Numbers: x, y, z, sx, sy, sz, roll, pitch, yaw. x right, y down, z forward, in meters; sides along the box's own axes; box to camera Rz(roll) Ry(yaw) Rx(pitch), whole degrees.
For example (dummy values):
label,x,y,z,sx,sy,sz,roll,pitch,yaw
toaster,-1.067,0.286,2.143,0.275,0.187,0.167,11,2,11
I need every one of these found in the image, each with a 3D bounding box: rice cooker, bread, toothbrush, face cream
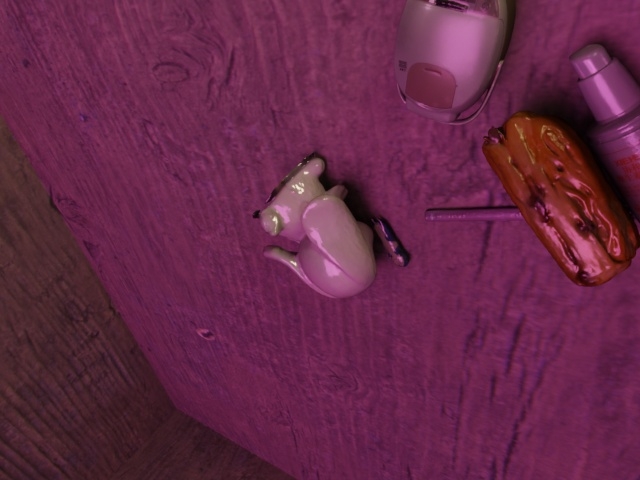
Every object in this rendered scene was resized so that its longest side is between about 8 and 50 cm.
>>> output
label,x,y,z,sx,sy,sz,roll,pitch,yaw
rice cooker,0.178,-0.261,0.644,0.145,0.127,0.206,27,142,22
bread,0.319,-0.067,0.625,0.099,0.210,0.235,-39,78,32
toothbrush,0.328,-0.042,0.789,0.354,0.029,0.024,1,111,41
face cream,0.389,-0.131,0.594,0.251,0.101,0.101,51,141,-10

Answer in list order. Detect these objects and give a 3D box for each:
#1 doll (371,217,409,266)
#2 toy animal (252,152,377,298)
label,x,y,z,sx,sy,sz,roll,pitch,yaw
doll,0.143,0.005,0.997,0.125,0.027,0.037,55,148,-14
toy animal,-0.005,-0.016,0.992,0.289,0.174,0.249,30,141,19
